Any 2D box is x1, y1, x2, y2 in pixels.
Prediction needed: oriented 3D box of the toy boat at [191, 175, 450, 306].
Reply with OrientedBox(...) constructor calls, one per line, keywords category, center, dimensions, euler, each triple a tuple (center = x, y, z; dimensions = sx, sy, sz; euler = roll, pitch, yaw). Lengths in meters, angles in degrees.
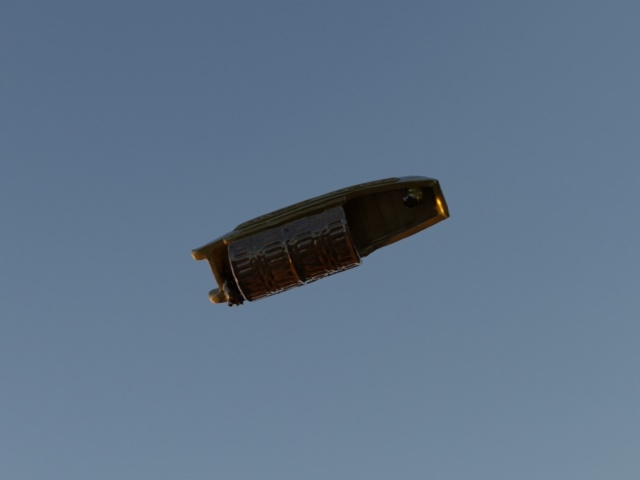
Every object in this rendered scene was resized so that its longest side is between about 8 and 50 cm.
OrientedBox(category="toy boat", center=(0.000, 0.000, 0.972), dimensions=(0.226, 0.088, 0.068), euler=(-18, -73, 9))
